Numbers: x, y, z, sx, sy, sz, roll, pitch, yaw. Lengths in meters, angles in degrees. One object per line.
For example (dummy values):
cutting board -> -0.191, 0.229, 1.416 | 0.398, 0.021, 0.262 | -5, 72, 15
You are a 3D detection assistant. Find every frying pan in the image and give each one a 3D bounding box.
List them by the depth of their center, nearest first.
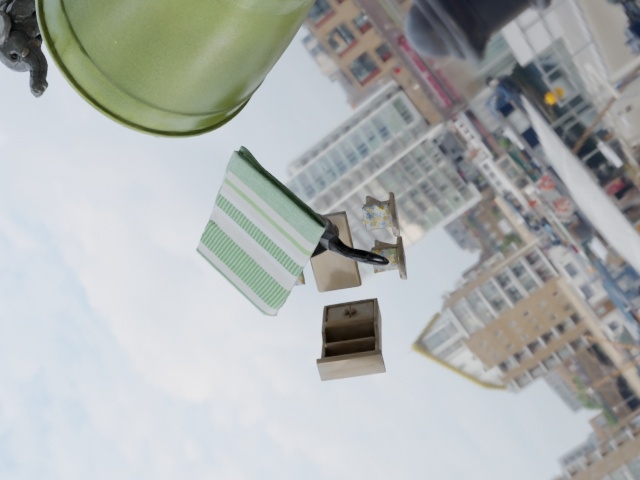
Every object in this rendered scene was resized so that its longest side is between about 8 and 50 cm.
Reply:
frying pan -> -0.026, 0.011, 1.776 | 0.326, 0.197, 0.053 | 33, 142, 54

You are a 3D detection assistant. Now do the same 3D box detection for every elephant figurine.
elephant figurine -> -0.646, -0.434, 1.799 | 0.169, 0.239, 0.186 | 19, 175, -26

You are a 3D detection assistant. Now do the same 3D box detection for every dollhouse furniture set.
dollhouse furniture set -> 0.046, 0.123, 2.179 | 0.256, 0.362, 0.394 | -85, -16, -60

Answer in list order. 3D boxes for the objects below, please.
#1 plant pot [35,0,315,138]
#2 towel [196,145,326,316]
plant pot -> -0.158, -0.369, 1.156 | 0.367, 0.353, 0.366 | 9, -107, -31
towel -> -0.129, -0.005, 1.726 | 0.248, 0.324, 0.038 | 43, -134, 14
